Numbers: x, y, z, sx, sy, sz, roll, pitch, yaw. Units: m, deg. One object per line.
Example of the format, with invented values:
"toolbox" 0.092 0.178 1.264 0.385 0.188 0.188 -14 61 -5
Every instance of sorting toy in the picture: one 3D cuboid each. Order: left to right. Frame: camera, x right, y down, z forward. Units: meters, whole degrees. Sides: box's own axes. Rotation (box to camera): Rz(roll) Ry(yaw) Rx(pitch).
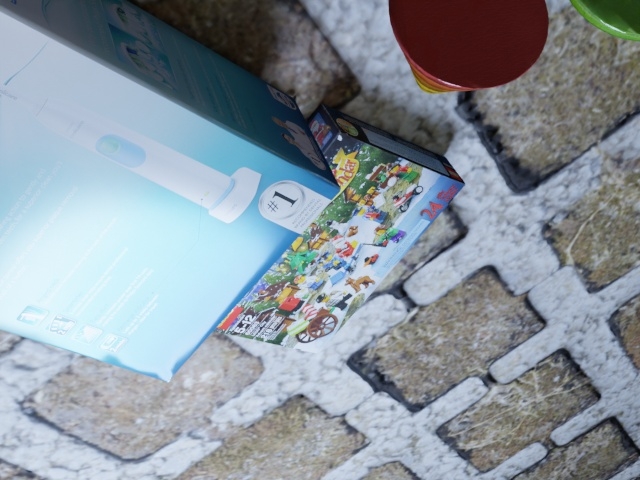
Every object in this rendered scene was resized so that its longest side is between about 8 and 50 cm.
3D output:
"sorting toy" 0.214 -0.190 0.804 0.366 0.127 0.126 -20 168 -14

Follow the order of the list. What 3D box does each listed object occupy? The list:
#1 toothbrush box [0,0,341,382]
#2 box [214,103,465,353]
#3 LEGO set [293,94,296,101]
"toothbrush box" -0.172 -0.050 0.673 0.296 0.126 0.216 24 117 -38
"box" 0.000 0.000 0.896 0.159 0.044 0.233 17 122 -40
"LEGO set" -0.056 -0.097 0.781 0.083 0.023 0.054 -29 139 0
